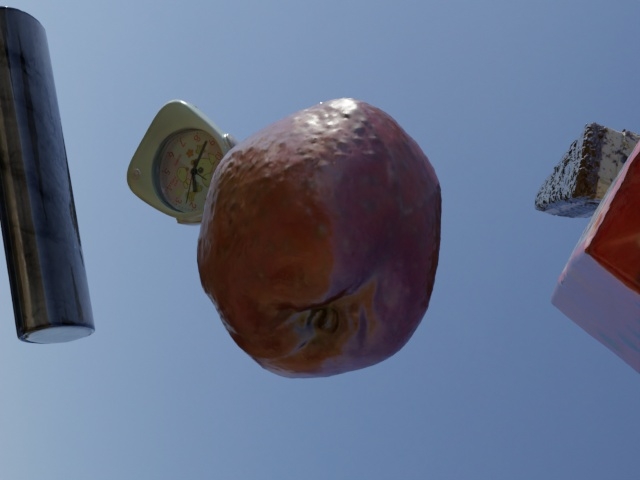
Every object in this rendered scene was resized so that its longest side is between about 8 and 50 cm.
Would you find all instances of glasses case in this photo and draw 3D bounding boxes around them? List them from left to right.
[{"bbox_3d":[-0.264,-0.057,0.976,0.114,0.060,0.299,60,18,-79],"label":"glasses case"}]

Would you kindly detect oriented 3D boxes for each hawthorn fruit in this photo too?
[{"bbox_3d":[0.000,0.000,0.480,0.128,0.128,0.128,39,-43,48],"label":"hawthorn fruit"}]

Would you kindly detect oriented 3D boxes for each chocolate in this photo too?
[{"bbox_3d":[0.403,0.072,1.042,0.341,0.161,0.360,39,-6,13],"label":"chocolate"}]

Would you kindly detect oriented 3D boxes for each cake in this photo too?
[{"bbox_3d":[0.438,-0.070,1.759,0.246,0.112,0.135,116,-11,-53],"label":"cake"}]

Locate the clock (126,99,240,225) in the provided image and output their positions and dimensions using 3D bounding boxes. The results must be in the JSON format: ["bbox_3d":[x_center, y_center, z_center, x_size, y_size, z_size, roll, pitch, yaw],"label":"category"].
[{"bbox_3d":[-0.171,-0.094,1.479,0.191,0.062,0.151,36,-79,23],"label":"clock"}]
